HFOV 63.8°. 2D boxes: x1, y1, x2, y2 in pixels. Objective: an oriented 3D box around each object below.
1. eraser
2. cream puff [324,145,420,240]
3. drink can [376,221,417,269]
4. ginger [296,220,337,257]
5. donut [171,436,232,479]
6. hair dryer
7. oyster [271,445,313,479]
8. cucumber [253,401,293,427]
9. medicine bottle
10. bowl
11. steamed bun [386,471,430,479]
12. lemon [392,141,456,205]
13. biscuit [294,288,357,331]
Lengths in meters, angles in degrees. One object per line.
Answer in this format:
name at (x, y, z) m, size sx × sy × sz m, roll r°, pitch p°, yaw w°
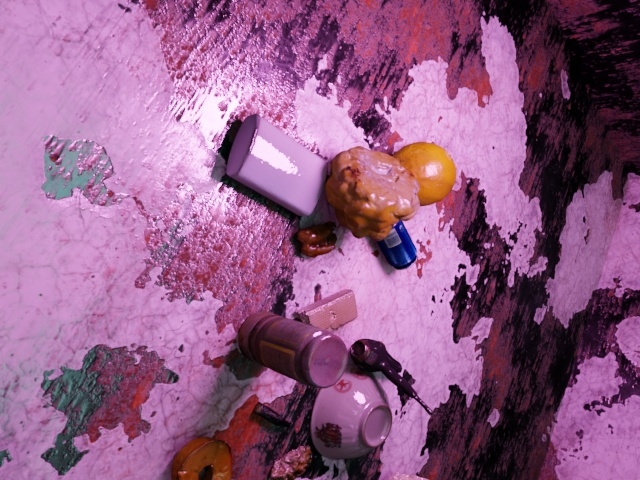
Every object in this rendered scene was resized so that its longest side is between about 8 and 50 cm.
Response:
eraser at (-0.118, -0.211, 1.487) m, size 0.290 × 0.104 × 0.189 m, roll 29°, pitch 70°, yaw -39°
cream puff at (0.144, -0.124, 1.619) m, size 0.291 × 0.257 × 0.324 m, roll 20°, pitch 40°, yaw -6°
drink can at (0.263, 0.003, 1.827) m, size 0.118 × 0.118 × 0.205 m, roll -47°, pitch 122°, yaw -28°
ginger at (0.000, 0.000, 1.627) m, size 0.162 × 0.073 × 0.103 m, roll -20°, pitch 107°, yaw -39°
donut at (-0.326, 0.624, 1.401) m, size 0.174 × 0.075 × 0.190 m, roll -33°, pitch 118°, yaw -35°
hair dryer at (0.267, 0.476, 1.733) m, size 0.120 × 0.359 × 0.304 m, roll -50°, pitch 135°, yaw 0°
oyster at (-0.089, 0.718, 1.630) m, size 0.177 × 0.056 × 0.105 m, roll 10°, pitch 95°, yaw -45°
cucumber at (-0.141, 0.547, 1.580) m, size 0.039 × 0.043 × 0.163 m, roll -38°, pitch 123°, yaw 11°
medicine bottle at (-0.081, 0.296, 1.418) m, size 0.151 × 0.322 × 0.151 m, roll -4°, pitch 96°, yaw -40°
bowl at (0.141, 0.604, 1.748) m, size 0.337 × 0.158 × 0.337 m, roll -5°, pitch 97°, yaw -41°
steamed bun at (0.325, 1.014, 1.910) m, size 0.272 × 0.273 × 0.290 m, roll 35°, pitch 60°, yaw 9°
lemon at (0.357, -0.234, 1.815) m, size 0.263 × 0.236 × 0.235 m, roll -38°, pitch 122°, yaw -66°
biscuit at (0.024, 0.245, 1.677) m, size 0.239 × 0.062 × 0.108 m, roll -19°, pitch 106°, yaw -38°
